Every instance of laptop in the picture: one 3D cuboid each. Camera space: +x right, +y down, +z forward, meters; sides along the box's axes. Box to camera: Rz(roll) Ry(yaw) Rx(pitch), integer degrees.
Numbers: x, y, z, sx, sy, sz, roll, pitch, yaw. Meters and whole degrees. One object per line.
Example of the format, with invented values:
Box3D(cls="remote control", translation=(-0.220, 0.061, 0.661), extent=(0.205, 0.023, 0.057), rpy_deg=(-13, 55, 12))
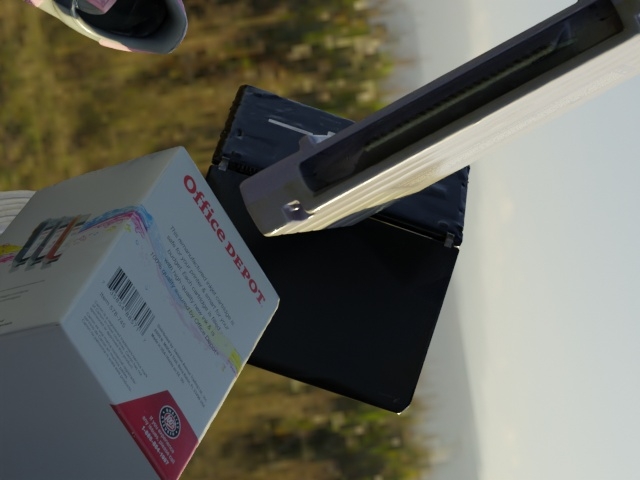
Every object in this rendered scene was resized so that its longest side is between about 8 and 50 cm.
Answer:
Box3D(cls="laptop", translation=(0.000, 0.000, 1.668), extent=(0.264, 0.234, 0.136), rpy_deg=(-77, -173, -61))

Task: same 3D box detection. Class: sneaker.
Box3D(cls="sneaker", translation=(-0.211, -0.237, 1.403), extent=(0.131, 0.112, 0.319), rpy_deg=(38, 7, 35))

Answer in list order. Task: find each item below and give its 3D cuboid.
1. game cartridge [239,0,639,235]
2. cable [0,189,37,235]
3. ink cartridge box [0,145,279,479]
Box3D(cls="game cartridge", translation=(0.128, -0.108, 1.408), extent=(0.068, 0.355, 0.230), rpy_deg=(63, 17, 2))
Box3D(cls="cable", translation=(-0.264, 0.079, 1.613), extent=(0.089, 0.257, 0.257), rpy_deg=(-122, -165, -62))
Box3D(cls="ink cartridge box", translation=(-0.131, 0.052, 1.101), extent=(0.128, 0.127, 0.176), rpy_deg=(59, 37, -24))
